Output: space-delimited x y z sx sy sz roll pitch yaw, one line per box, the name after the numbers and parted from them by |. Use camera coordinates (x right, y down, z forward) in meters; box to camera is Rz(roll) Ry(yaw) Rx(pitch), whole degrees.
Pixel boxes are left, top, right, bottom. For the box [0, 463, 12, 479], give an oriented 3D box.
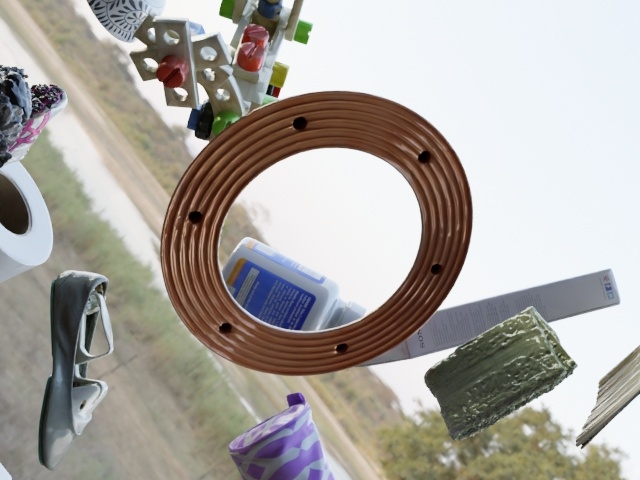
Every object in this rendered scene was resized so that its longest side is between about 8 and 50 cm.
-0.715 0.495 1.643 0.181 0.181 0.119 -80 163 -44 | box

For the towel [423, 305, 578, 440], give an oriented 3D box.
0.184 0.139 0.908 0.027 0.148 0.110 52 10 -33 | towel

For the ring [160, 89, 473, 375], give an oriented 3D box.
0.000 0.000 0.917 0.337 0.336 0.032 53 5 -31 | ring

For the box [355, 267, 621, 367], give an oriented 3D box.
0.220 0.112 1.229 0.232 0.321 0.059 146 -67 -71 | box

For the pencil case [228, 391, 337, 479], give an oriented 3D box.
-0.001 0.244 0.764 0.086 0.088 0.206 -22 -83 51 | pencil case

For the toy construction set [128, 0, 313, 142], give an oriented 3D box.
-0.084 -0.230 0.993 0.151 0.328 0.215 29 -44 4 | toy construction set

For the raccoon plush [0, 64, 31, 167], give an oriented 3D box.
-0.528 -0.147 0.976 0.216 0.447 0.299 5 -26 33 | raccoon plush

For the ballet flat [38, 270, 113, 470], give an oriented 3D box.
-0.259 0.138 0.933 0.072 0.068 0.213 91 0 -80 | ballet flat

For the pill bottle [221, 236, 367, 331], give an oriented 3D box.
-0.056 0.118 1.650 0.271 0.152 0.152 28 -6 4 | pill bottle

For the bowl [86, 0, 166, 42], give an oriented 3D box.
-0.261 -0.370 1.220 0.170 0.080 0.170 -13 90 -71 | bowl

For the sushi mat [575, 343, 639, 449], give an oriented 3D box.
0.418 0.124 1.055 0.019 0.317 0.151 36 39 7 | sushi mat

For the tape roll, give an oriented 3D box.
-0.614 -0.035 1.531 0.246 0.169 0.246 61 12 -22 | tape roll

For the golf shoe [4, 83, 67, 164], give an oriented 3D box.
-0.450 -0.160 1.277 0.067 0.186 0.086 43 -20 28 | golf shoe
